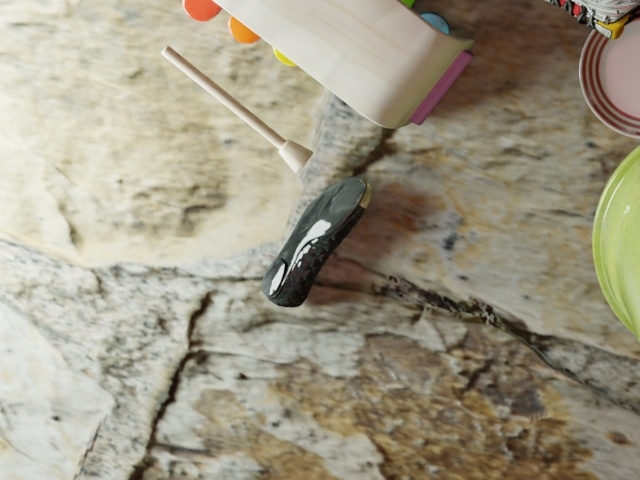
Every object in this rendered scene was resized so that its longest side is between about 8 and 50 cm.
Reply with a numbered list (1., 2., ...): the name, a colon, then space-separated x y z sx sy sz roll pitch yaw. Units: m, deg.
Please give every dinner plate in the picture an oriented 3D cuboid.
1. dinner plate: 0.328 -0.170 1.712 0.141 0.017 0.141 3 108 9

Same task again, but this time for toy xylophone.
1. toy xylophone: -0.019 -0.220 1.724 0.323 0.081 0.236 45 110 -6

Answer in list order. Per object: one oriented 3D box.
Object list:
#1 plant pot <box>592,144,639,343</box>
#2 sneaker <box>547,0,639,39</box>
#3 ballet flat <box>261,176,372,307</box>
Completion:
1. plant pot: 0.395 0.049 1.638 0.276 0.254 0.276 3 113 8
2. sneaker: 0.259 -0.241 1.651 0.225 0.088 0.093 3 89 11
3. ballet flat: 0.000 0.000 1.821 0.049 0.057 0.173 19 119 -41
